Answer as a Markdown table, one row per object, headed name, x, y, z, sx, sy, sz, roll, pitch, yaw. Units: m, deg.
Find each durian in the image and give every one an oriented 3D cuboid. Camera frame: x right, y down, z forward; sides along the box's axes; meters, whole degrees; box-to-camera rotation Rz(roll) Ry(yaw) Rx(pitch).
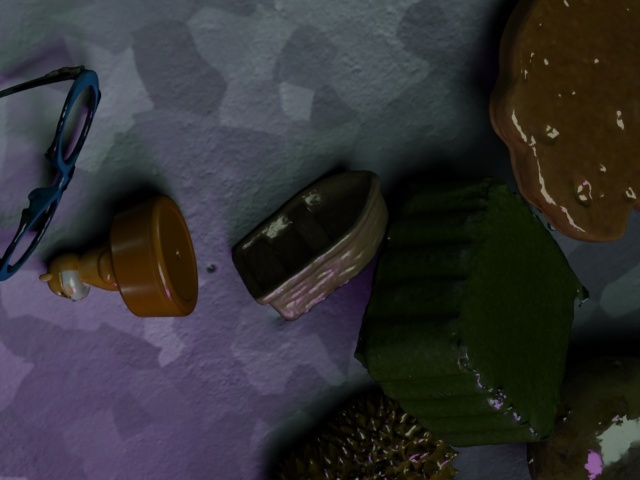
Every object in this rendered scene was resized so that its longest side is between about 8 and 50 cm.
| name | x | y | z | sx | sy | sz | roll | pitch | yaw |
| --- | --- | --- | --- | --- | --- | --- | --- | --- | --- |
| durian | 0.058 | 0.293 | 1.790 | 0.249 | 0.183 | 0.138 | -40 | 164 | -6 |

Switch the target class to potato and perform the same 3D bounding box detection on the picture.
| name | x | y | z | sx | sy | sz | roll | pitch | yaw |
| --- | --- | --- | --- | --- | --- | --- | --- | --- | --- |
| potato | 0.405 | 0.234 | 1.889 | 0.307 | 0.173 | 0.210 | -8 | 116 | -20 |

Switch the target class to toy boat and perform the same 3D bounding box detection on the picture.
| name | x | y | z | sx | sy | sz | roll | pitch | yaw |
| --- | --- | --- | --- | --- | --- | --- | --- | --- | --- |
| toy boat | 0.000 | 0.000 | 1.644 | 0.188 | 0.116 | 0.061 | -38 | 127 | 3 |

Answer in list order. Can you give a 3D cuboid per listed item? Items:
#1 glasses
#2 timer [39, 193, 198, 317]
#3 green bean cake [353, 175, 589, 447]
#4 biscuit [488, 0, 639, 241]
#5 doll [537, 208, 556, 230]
| name | x | y | z | sx | sy | sz | roll | pitch | yaw |
| --- | --- | --- | --- | --- | --- | --- | --- | --- | --- |
| glasses | -0.330 | -0.080 | 1.476 | 0.206 | 0.102 | 0.239 | 14 | 110 | -27 |
| timer | -0.221 | 0.030 | 1.583 | 0.152 | 0.132 | 0.132 | -12 | 122 | 11 |
| green bean cake | 0.170 | 0.083 | 1.673 | 0.247 | 0.156 | 0.250 | 42 | 51 | -42 |
| biscuit | 0.337 | -0.158 | 1.678 | 0.312 | 0.057 | 0.351 | -28 | 104 | -18 |
| doll | 0.297 | -0.082 | 1.741 | 0.114 | 0.085 | 0.152 | 21 | 97 | -5 |
